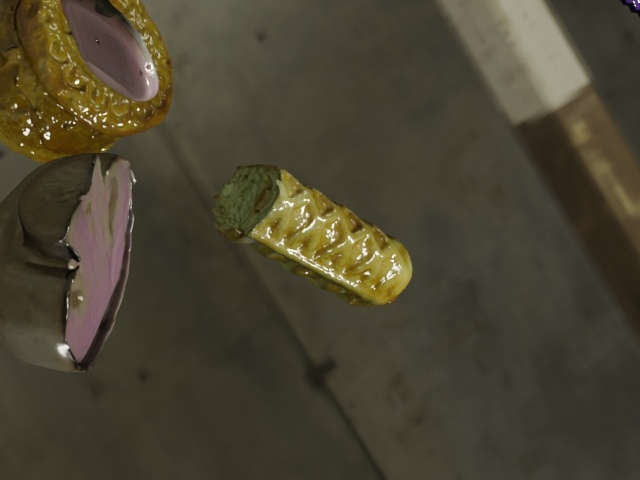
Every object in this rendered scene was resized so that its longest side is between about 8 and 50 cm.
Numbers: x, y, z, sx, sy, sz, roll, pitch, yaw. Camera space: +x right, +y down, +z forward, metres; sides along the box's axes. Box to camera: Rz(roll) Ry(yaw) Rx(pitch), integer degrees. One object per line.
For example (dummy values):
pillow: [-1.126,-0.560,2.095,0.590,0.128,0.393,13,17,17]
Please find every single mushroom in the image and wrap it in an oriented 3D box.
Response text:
mushroom: [-0.210,0.017,1.532,0.117,0.141,0.188,-8,-138,16]

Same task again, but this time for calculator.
calculator: [-0.195,-0.181,1.805,0.024,0.103,0.166,-31,-143,-20]

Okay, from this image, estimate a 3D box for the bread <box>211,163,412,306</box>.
bread: [-0.001,0.001,2.139,0.098,0.269,0.087,-48,-134,12]

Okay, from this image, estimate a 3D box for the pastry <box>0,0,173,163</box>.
pastry: [-0.282,-0.201,2.154,0.132,0.235,0.240,-29,156,33]

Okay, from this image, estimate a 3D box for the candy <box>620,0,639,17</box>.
candy: [0.328,-0.325,1.718,0.070,0.145,0.275,34,-88,44]
